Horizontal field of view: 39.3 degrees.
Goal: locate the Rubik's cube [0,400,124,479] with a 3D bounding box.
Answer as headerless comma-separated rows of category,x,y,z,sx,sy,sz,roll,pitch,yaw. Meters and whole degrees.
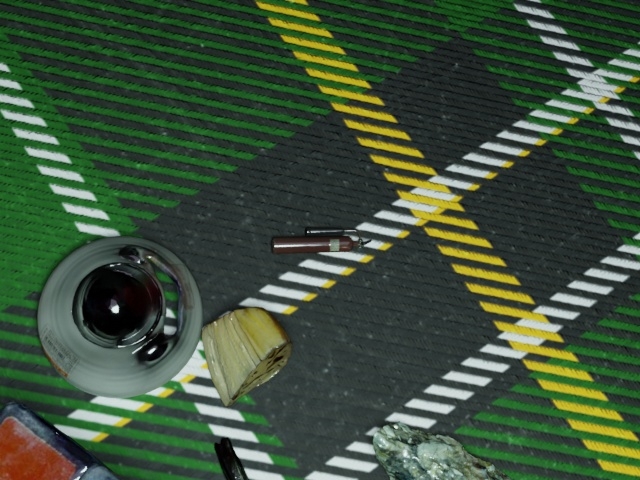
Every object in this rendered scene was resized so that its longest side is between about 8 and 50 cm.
Rubik's cube,-0.356,0.457,1.203,0.318,0.313,0.316,30,69,20

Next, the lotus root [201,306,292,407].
lotus root,-0.114,0.176,1.479,0.159,0.095,0.135,-37,71,25

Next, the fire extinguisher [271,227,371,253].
fire extinguisher,0.000,0.000,1.575,0.173,0.035,0.049,-1,35,-8

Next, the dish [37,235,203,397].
dish,-0.324,0.110,1.444,0.273,0.134,0.274,2,73,-8

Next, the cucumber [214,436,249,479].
cucumber,-0.134,0.380,1.436,0.033,0.034,0.135,-26,78,-9

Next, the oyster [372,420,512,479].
oyster,0.210,0.385,1.467,0.199,0.087,0.252,-24,90,-14
